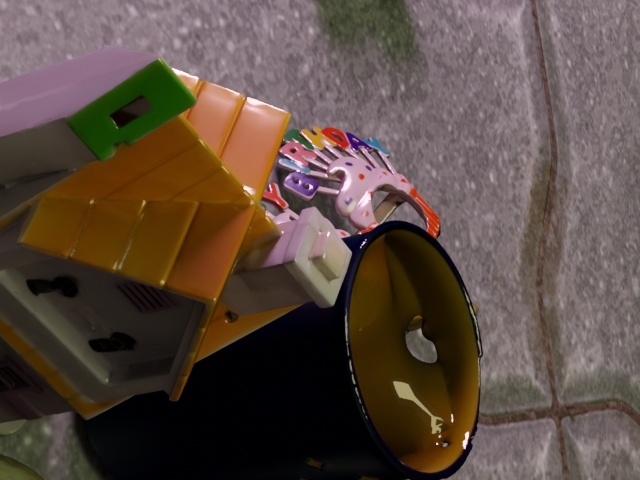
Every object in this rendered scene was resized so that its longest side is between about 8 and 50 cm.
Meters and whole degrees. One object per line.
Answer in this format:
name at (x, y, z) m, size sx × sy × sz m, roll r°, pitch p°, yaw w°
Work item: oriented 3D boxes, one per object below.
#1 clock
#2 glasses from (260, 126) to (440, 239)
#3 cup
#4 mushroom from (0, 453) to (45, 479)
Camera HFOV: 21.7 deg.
clock at (-0.139, -0.009, 1.042) m, size 0.235 × 0.309 × 0.166 m, roll 50°, pitch 44°, yaw -34°
glasses at (-0.002, -0.008, 1.461) m, size 0.162 × 0.095 × 0.255 m, roll 43°, pitch 41°, yaw 0°
cup at (-0.009, 0.107, 1.235) m, size 0.255 × 0.256 × 0.178 m, roll 24°, pitch 61°, yaw -49°
mushroom at (-0.228, 0.200, 0.888) m, size 0.164 × 0.189 × 0.267 m, roll 35°, pitch 24°, yaw -47°
